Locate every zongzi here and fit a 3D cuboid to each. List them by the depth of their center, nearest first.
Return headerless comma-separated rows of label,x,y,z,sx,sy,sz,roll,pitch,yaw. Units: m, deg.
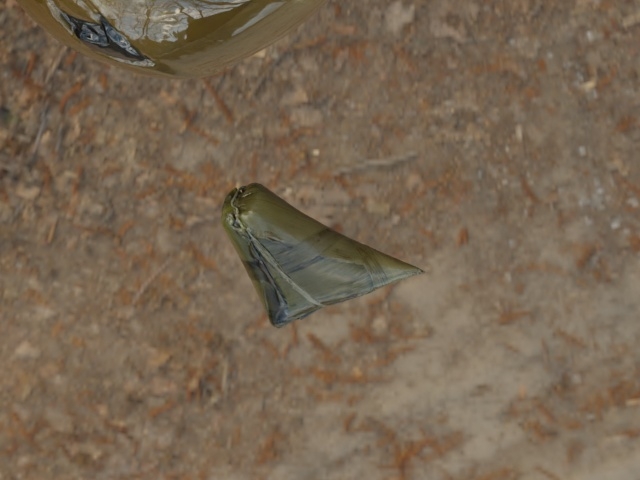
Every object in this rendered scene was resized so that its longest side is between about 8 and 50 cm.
zongzi,0.000,0.000,0.636,0.083,0.040,0.076,-15,124,15

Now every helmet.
helmet,-0.059,-0.149,0.612,0.198,0.130,0.224,-28,160,22
